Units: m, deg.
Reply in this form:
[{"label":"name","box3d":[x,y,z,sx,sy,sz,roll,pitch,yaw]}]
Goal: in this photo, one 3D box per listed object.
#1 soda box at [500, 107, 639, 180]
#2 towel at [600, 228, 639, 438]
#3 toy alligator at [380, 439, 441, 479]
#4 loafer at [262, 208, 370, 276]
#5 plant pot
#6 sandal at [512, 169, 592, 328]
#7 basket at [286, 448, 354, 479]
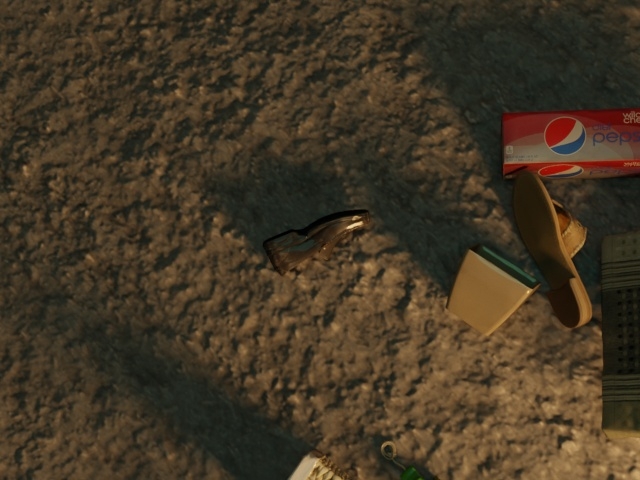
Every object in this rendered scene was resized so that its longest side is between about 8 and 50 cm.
[{"label":"soda box","box3d":[0.400,-0.142,1.544,0.263,0.092,0.083,-1,76,8]},{"label":"towel","box3d":[0.534,0.112,1.414,0.324,0.056,0.312,-9,64,34]},{"label":"toy alligator","box3d":[0.148,0.358,1.486,0.056,0.051,0.189,-42,75,-3]},{"label":"loafer","box3d":[0.000,0.000,1.595,0.170,0.062,0.061,-20,97,7]},{"label":"plant pot","box3d":[0.242,0.075,1.512,0.109,0.109,0.096,34,102,14]},{"label":"sandal","box3d":[0.359,0.006,1.539,0.079,0.088,0.240,-14,81,-27]},{"label":"basket","box3d":[-0.003,0.365,1.451,0.103,0.167,0.113,35,84,10]}]
